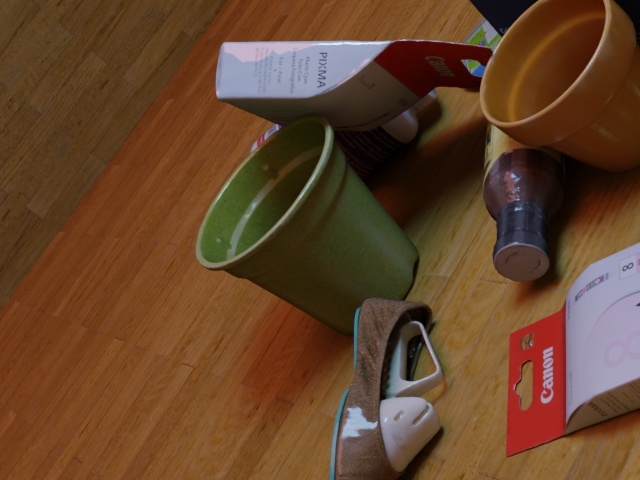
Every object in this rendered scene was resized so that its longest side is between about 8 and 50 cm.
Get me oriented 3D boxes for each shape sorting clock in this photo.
[{"bbox_3d":[0.307,-0.344,1.761,0.206,0.040,0.206,-46,23,26],"label":"shape sorting clock"}]

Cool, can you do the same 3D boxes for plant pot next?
[{"bbox_3d":[0.339,-0.185,1.307,0.205,0.188,0.205,-40,33,33],"label":"plant pot"},{"bbox_3d":[0.000,0.000,1.539,0.276,0.254,0.276,-38,27,23],"label":"plant pot"}]

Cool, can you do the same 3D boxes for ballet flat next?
[{"bbox_3d":[0.094,0.198,1.317,0.124,0.116,0.342,-14,35,22],"label":"ballet flat"}]

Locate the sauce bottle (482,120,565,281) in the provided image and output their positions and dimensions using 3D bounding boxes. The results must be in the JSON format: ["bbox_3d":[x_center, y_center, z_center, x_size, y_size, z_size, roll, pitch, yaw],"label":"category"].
[{"bbox_3d":[0.273,-0.093,1.392,0.111,0.111,0.344,-30,30,35],"label":"sauce bottle"}]

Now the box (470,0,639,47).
[{"bbox_3d":[0.367,-0.372,1.391,0.179,0.312,0.343,-55,26,-12],"label":"box"}]

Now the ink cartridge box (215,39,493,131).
[{"bbox_3d":[0.080,-0.219,1.538,0.385,0.308,0.091,5,88,18],"label":"ink cartridge box"}]

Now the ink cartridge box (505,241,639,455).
[{"bbox_3d":[0.289,0.118,1.150,0.232,0.066,0.189,-26,34,33],"label":"ink cartridge box"}]

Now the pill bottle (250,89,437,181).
[{"bbox_3d":[0.043,-0.193,1.818,0.323,0.181,0.181,-39,27,20],"label":"pill bottle"}]
